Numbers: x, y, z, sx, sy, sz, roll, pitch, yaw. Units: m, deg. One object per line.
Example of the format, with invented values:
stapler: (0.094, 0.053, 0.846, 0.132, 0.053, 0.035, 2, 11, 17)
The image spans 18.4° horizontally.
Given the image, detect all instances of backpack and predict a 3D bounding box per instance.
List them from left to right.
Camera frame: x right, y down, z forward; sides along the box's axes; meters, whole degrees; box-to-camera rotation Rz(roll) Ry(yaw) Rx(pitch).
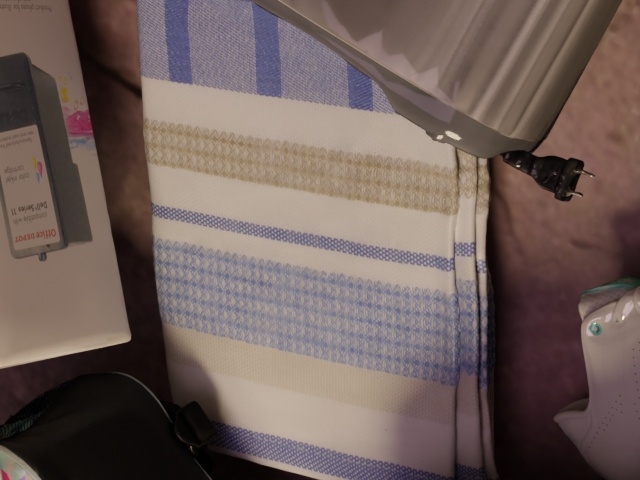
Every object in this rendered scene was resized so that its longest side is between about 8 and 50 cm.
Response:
backpack: (-0.152, 0.218, 1.131, 0.225, 0.191, 0.253, 54, 145, -2)

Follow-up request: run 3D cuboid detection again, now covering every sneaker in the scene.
sneaker: (0.169, 0.038, 0.929, 0.094, 0.080, 0.212, 36, 128, 19)

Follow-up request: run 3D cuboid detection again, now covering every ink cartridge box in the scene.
ink cartridge box: (-0.228, -0.026, 1.054, 0.207, 0.119, 0.353, -11, 89, 35)

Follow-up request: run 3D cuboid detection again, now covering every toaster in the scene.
toaster: (0.052, -0.135, 0.866, 0.227, 0.129, 0.146, 34, 103, 16)

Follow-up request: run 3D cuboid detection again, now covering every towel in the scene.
towel: (0.000, 0.000, 1.039, 0.209, 0.034, 0.285, 9, 115, 29)
